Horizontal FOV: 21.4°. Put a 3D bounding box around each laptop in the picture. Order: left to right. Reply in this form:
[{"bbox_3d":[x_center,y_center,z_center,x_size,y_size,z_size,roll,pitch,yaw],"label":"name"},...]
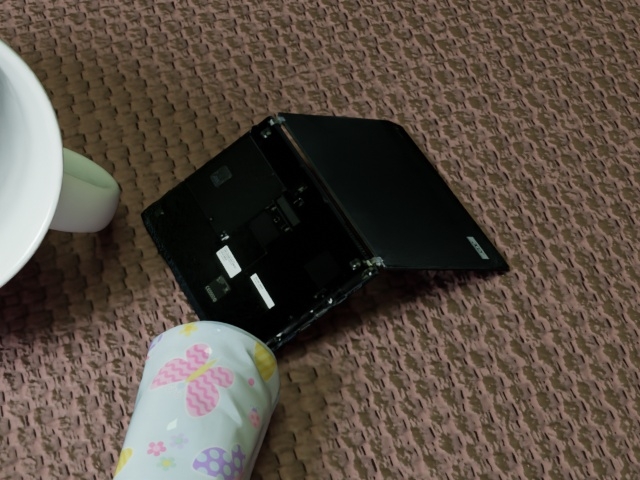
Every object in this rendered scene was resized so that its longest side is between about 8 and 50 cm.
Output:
[{"bbox_3d":[0.000,0.000,1.651,0.264,0.136,0.234,-37,52,4],"label":"laptop"}]

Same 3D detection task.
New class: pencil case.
[{"bbox_3d":[-0.109,0.197,1.408,0.124,0.113,0.273,11,48,0],"label":"pencil case"}]

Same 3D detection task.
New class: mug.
[{"bbox_3d":[-0.365,-0.088,1.579,0.374,0.276,0.328,16,8,-25],"label":"mug"}]
